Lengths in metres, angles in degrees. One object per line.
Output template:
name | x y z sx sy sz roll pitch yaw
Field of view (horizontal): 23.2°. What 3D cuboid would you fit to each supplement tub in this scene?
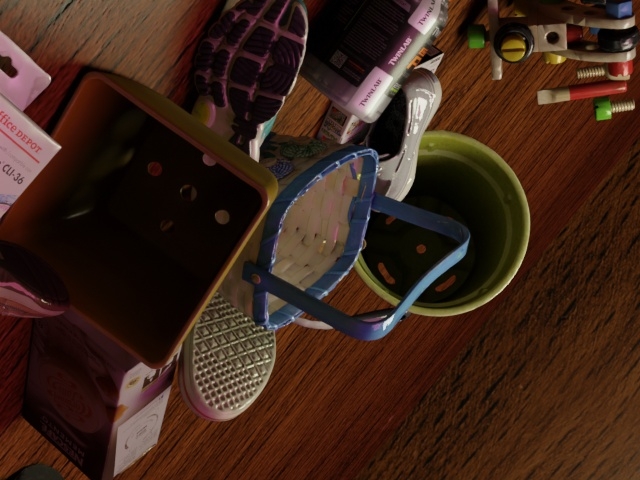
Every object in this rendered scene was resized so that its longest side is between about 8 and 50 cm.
supplement tub | 0.070 -0.244 1.829 0.190 0.117 0.117 -53 163 9

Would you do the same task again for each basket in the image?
basket | 0.000 0.000 1.819 0.255 0.289 0.201 -40 150 -51

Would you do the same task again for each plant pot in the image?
plant pot | -0.160 -0.033 1.552 0.212 0.212 0.187 -57 173 17
plant pot | 0.162 -0.005 2.375 0.276 0.276 0.254 -48 175 -9

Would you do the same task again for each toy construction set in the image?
toy construction set | 0.337 -0.299 2.306 0.237 0.257 0.309 -8 141 6

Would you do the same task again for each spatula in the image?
spatula | 0.000 0.122 2.340 0.296 0.030 0.084 -2 142 -20

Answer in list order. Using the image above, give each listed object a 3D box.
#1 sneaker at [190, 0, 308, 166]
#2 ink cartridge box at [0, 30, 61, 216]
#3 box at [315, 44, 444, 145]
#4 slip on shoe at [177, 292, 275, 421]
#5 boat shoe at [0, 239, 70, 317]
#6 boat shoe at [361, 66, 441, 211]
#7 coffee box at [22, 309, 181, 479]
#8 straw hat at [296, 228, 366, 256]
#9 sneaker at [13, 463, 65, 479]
sneaker | -0.080 -0.172 1.676 0.110 0.107 0.275 -62 180 -44
ink cartridge box | -0.297 -0.073 1.278 0.198 0.067 0.115 -51 146 -4
box | 0.080 -0.193 2.098 0.207 0.036 0.114 -31 154 -49
slip on shoe | -0.125 0.110 1.879 0.101 0.123 0.331 -48 -158 26
boat shoe | -0.309 0.038 1.418 0.072 0.068 0.190 -38 145 15
boat shoe | 0.087 -0.129 2.073 0.081 0.079 0.227 -21 142 -42
coffee box | -0.252 0.154 1.783 0.098 0.141 0.246 -38 158 -36
straw hat | -0.002 -0.023 2.187 0.144 0.144 0.061 61 27 -72
sneaker | -0.386 0.337 1.971 0.077 0.072 0.178 -45 158 23
